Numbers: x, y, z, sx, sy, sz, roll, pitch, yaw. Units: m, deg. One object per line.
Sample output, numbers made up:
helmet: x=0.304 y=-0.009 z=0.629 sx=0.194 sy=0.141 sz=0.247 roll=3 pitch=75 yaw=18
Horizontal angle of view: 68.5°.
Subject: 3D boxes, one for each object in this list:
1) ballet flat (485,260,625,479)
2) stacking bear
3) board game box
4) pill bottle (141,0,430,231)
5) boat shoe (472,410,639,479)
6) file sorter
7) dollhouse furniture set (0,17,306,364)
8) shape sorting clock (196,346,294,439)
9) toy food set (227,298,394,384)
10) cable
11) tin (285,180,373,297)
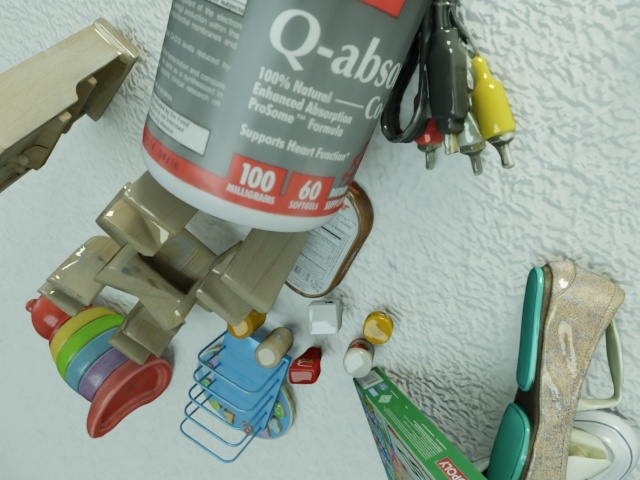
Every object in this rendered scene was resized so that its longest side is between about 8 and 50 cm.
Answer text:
ballet flat: x=0.255 y=0.182 z=0.499 sx=0.106 sy=0.107 sz=0.315 roll=10 pitch=98 yaw=11
stacking bear: x=-0.449 y=0.201 z=0.916 sx=0.289 sy=0.175 sz=0.164 roll=37 pitch=127 yaw=18
board game box: x=0.143 y=0.315 z=0.571 sx=0.317 sy=0.046 sz=0.213 roll=-153 pitch=43 yaw=-72
pill bottle: x=-0.018 y=-0.208 z=0.417 sx=0.210 sy=0.210 sz=0.362 roll=30 pitch=115 yaw=15
boat shoe: x=0.266 y=0.298 z=0.583 sx=0.095 sy=0.084 sz=0.258 roll=56 pitch=129 yaw=25
file sorter: x=-0.140 y=0.243 z=0.743 sx=0.118 sy=0.104 sz=0.170 roll=27 pitch=118 yaw=15
dollhouse furniture set: x=-0.259 y=-0.062 z=0.671 sx=0.394 sy=0.256 sz=0.362 roll=43 pitch=136 yaw=-18
shape sorting clock: x=-0.140 y=0.278 z=0.842 sx=0.206 sy=0.040 sz=0.206 roll=12 pitch=117 yaw=25
toy food set: x=-0.007 y=0.138 z=0.690 sx=0.232 sy=0.104 sz=0.111 roll=-5 pitch=96 yaw=12
cable: x=0.126 y=-0.208 z=0.478 sx=0.140 sy=0.072 sz=0.287 roll=7 pitch=104 yaw=45
tin: x=0.000 y=0.000 z=0.640 sx=0.106 sy=0.040 sz=0.189 roll=31 pitch=124 yaw=8
